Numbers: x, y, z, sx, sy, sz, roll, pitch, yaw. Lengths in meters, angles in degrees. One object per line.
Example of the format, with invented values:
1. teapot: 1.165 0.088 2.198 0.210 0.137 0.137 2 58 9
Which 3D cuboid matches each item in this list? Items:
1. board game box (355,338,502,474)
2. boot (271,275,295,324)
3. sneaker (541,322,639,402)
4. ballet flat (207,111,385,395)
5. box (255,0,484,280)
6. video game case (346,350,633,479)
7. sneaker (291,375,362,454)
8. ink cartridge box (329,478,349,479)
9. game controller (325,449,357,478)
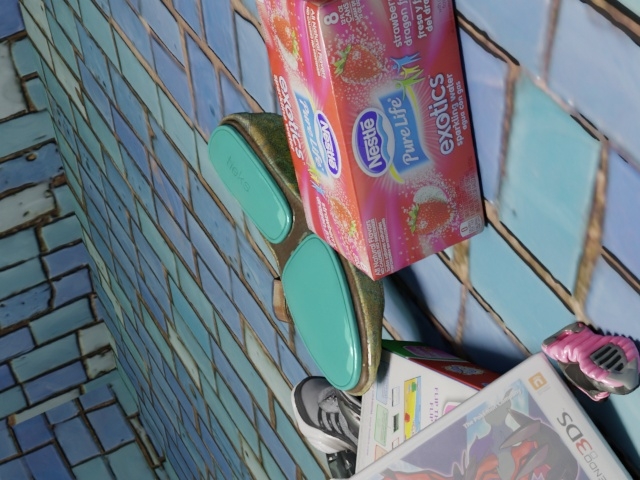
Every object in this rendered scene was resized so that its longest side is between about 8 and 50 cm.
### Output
1. board game box: 0.113 0.236 1.206 0.316 0.064 0.242 -165 79 -73
2. boot: -0.002 0.007 1.478 0.106 0.082 0.219 16 122 35
3. sneaker: 0.219 0.104 0.978 0.057 0.047 0.119 65 171 -15
4. ballet flat: 0.000 0.000 1.350 0.348 0.123 0.123 60 161 22
5. box: 0.043 -0.115 1.070 0.128 0.122 0.257 39 148 53
6. video game case: 0.151 0.221 1.031 0.183 0.201 0.023 55 -172 4
7. sneaker: 0.044 0.187 1.489 0.268 0.101 0.153 31 140 52
8. ink cartridge box: 0.047 0.406 1.489 0.153 0.087 0.208 114 154 -55
9. game controller: 0.086 0.402 1.678 0.166 0.067 0.319 74 174 -74
